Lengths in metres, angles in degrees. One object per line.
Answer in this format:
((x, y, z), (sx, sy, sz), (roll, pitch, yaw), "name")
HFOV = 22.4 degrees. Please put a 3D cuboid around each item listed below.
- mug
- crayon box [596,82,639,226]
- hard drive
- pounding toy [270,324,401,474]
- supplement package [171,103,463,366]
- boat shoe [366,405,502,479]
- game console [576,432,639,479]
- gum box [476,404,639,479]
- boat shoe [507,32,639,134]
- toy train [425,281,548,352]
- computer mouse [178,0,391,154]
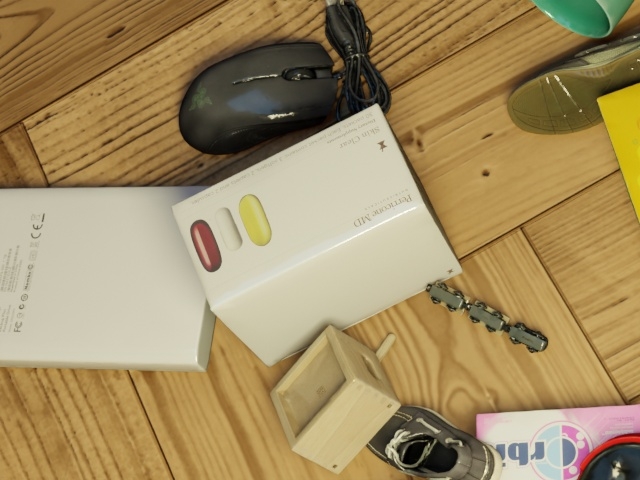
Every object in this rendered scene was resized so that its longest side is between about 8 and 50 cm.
((0.306, -0.324, 1.924), (0.158, 0.129, 0.097), (31, 77, 28), "mug")
((0.504, -0.037, 1.744), (0.313, 0.106, 0.362), (-19, 63, 10), "crayon box")
((-0.292, 0.045, 2.012), (0.353, 0.047, 0.233), (0, 67, 19), "hard drive")
((0.028, 0.168, 1.813), (0.130, 0.100, 0.141), (-49, 30, 14), "pounding toy")
((0.000, 0.000, 1.843), (0.262, 0.204, 0.145), (-27, 62, 5), "supplement package")
((0.105, 0.219, 1.753), (0.206, 0.065, 0.075), (15, 86, 50), "boat shoe")
((0.350, 0.416, 1.592), (0.342, 0.060, 0.386), (26, 90, 21), "game console")
((0.264, 0.239, 1.728), (0.188, 0.062, 0.107), (-6, 66, 16), "gum box")
((0.328, -0.187, 1.892), (0.224, 0.080, 0.073), (-19, 20, 27), "boat shoe")
((0.189, 0.086, 1.837), (0.158, 0.036, 0.027), (27, 97, 25), "toy train")
((-0.062, -0.199, 2.027), (0.272, 0.072, 0.188), (-20, 63, 9), "computer mouse")
